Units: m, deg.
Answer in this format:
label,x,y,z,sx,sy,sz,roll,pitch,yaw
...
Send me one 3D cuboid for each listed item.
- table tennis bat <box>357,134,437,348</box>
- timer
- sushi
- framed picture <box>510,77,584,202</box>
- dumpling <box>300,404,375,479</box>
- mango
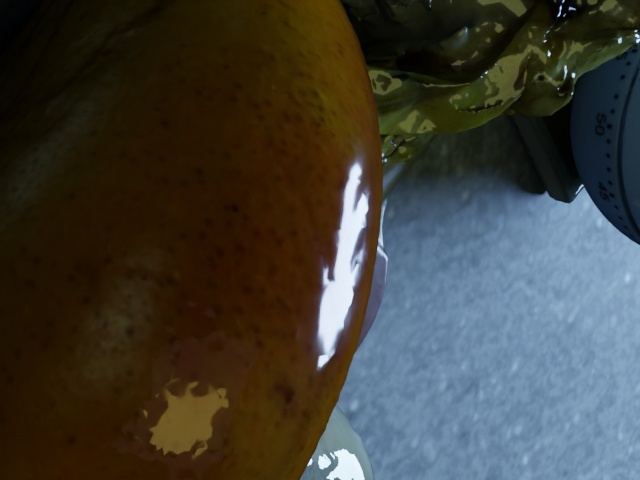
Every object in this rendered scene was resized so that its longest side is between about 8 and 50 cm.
label,x,y,z,sx,sy,sz,roll,pitch,yaw
table tennis bat,0.000,0.000,1.065,0.246,0.022,0.138,-51,133,-19
timer,0.267,-0.067,1.124,0.175,0.255,0.175,5,84,-63
sushi,0.094,-0.135,1.011,0.291,0.139,0.131,-34,118,-22
framed picture,0.194,-0.221,1.186,0.335,0.022,0.247,-50,131,-22
dumpling,-0.046,0.140,0.958,0.126,0.216,0.166,33,95,-26
mango,-0.068,-0.009,0.849,0.201,0.199,0.350,74,24,-52
